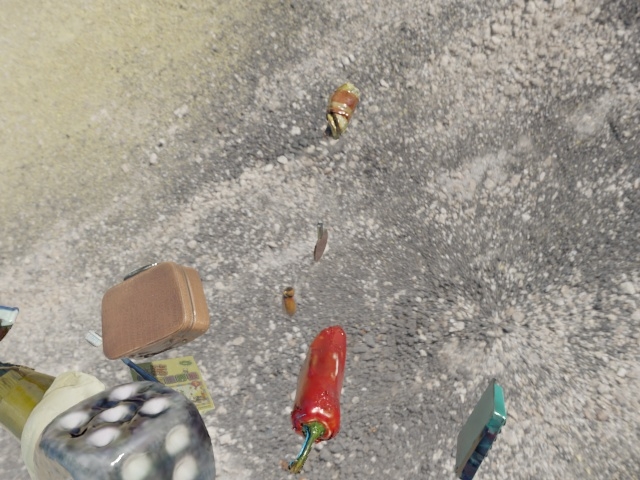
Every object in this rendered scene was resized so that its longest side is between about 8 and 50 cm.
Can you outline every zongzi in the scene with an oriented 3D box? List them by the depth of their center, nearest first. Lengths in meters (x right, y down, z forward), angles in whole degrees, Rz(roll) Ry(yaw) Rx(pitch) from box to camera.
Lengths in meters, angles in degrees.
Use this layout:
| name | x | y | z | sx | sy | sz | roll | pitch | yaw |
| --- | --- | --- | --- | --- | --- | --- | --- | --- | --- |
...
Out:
| name | x | y | z | sx | sy | sz | roll | pitch | yaw |
| --- | --- | --- | --- | --- | --- | --- | --- | --- | --- |
| zongzi | -0.633 | 0.396 | 1.211 | 0.274 | 0.300 | 0.145 | 30 | 85 | 14 |

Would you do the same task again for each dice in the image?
| name | x | y | z | sx | sy | sz | roll | pitch | yaw |
| --- | --- | --- | --- | --- | --- | --- | --- | --- | --- |
| dice | -0.267 | 0.317 | 0.695 | 0.183 | 0.182 | 0.182 | 4 | 108 | 37 |

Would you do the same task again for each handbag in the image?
| name | x | y | z | sx | sy | sz | roll | pitch | yaw |
| --- | --- | --- | --- | --- | --- | --- | --- | --- | --- |
| handbag | -0.294 | 0.121 | 0.879 | 0.194 | 0.072 | 0.151 | -23 | 67 | 23 |

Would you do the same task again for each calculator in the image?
| name | x | y | z | sx | sy | sz | roll | pitch | yaw |
| --- | --- | --- | --- | --- | --- | --- | --- | --- | --- |
| calculator | 0.501 | 0.587 | 1.554 | 0.058 | 0.248 | 0.273 | 26 | 103 | 11 |

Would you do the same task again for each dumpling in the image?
| name | x | y | z | sx | sy | sz | roll | pitch | yaw |
| --- | --- | --- | --- | --- | --- | --- | --- | --- | --- |
| dumpling | -0.469 | 0.373 | 0.945 | 0.180 | 0.131 | 0.251 | -6 | 66 | 23 |

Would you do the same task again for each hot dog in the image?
| name | x | y | z | sx | sy | sz | roll | pitch | yaw |
| --- | --- | --- | --- | --- | --- | --- | --- | --- | --- |
| hot dog | 0.067 | -0.463 | 1.779 | 0.103 | 0.146 | 0.213 | 24 | 77 | 0 |

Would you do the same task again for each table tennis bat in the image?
| name | x | y | z | sx | sy | sz | roll | pitch | yaw |
| --- | --- | --- | --- | --- | --- | --- | --- | --- | --- |
| table tennis bat | 0.000 | 0.000 | 1.472 | 0.014 | 0.158 | 0.095 | 20 | 56 | 15 |

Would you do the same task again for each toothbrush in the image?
| name | x | y | z | sx | sy | sz | roll | pitch | yaw |
| --- | --- | --- | --- | --- | --- | --- | --- | --- | --- |
| toothbrush | -0.437 | 0.303 | 1.182 | 0.288 | 0.024 | 0.026 | 36 | 56 | 0 |

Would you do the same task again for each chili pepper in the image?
| name | x | y | z | sx | sy | sz | roll | pitch | yaw |
| --- | --- | --- | --- | --- | --- | --- | --- | --- | --- |
| chili pepper | 0.001 | 0.322 | 1.096 | 0.110 | 0.387 | 0.110 | 5 | 124 | 7 |

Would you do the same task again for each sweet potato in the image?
| name | x | y | z | sx | sy | sz | roll | pitch | yaw |
| --- | --- | --- | --- | --- | --- | --- | --- | --- | --- |
| sweet potato | -0.109 | 0.222 | 1.736 | 0.058 | 0.202 | 0.055 | 32 | 56 | 21 |

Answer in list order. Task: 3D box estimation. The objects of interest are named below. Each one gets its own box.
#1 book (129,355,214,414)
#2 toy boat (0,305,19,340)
| name | x | y | z | sx | sy | sz | roll | pitch | yaw |
| --- | --- | --- | --- | --- | --- | --- | --- | --- | --- |
| book | -0.372 | 0.366 | 1.241 | 0.192 | 0.168 | 0.013 | 47 | 128 | 46 |
| toy boat | -0.708 | 0.181 | 0.942 | 0.262 | 0.114 | 0.115 | -30 | 41 | -21 |
